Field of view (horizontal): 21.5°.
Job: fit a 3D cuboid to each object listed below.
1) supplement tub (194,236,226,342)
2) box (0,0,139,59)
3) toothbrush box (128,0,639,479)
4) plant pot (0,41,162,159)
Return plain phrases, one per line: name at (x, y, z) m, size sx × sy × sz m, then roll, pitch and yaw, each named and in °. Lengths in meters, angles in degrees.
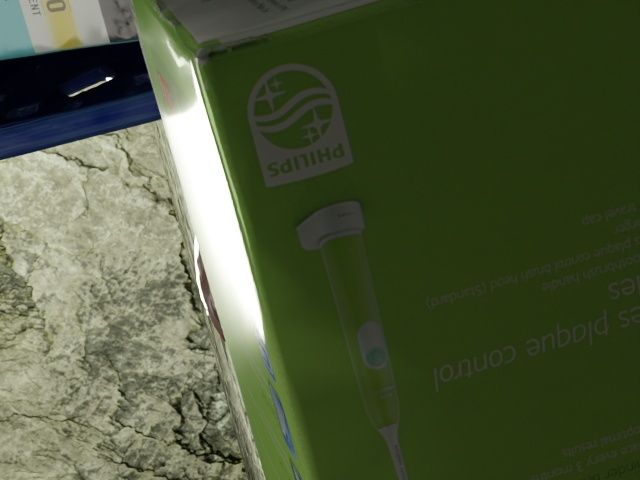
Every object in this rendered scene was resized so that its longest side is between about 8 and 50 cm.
supplement tub at (0.000, 0.000, 0.697) m, size 0.198 × 0.106 × 0.106 m, roll -116°, pitch 11°, yaw -81°
box at (-0.118, -0.151, 0.860) m, size 0.060 × 0.244 × 0.100 m, roll -36°, pitch -63°, yaw -53°
toothbrush box at (0.040, 0.047, 0.501) m, size 0.206 × 0.122 × 0.283 m, roll -128°, pitch 23°, yaw -72°
plant pot at (-0.170, -0.194, 1.041) m, size 0.212 × 0.236 × 0.236 m, roll -67°, pitch -37°, yaw -69°
